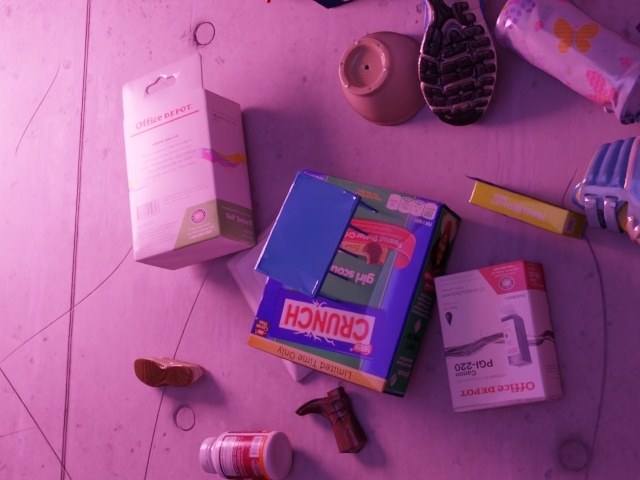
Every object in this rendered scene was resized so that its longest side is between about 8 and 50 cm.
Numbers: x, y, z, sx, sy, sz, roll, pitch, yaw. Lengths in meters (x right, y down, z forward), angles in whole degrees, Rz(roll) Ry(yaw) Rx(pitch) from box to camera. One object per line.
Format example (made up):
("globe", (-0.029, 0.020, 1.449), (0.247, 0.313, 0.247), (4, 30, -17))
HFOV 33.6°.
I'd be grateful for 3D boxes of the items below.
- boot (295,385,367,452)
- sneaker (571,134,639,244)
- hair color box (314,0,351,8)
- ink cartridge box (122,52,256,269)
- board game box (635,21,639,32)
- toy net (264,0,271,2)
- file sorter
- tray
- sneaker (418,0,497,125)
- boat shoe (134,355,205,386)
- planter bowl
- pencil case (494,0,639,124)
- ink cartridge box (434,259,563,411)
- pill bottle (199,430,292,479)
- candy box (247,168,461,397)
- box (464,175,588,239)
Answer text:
("boot", (0.018, 0.322, 1.818), (0.106, 0.037, 0.114), (-30, 76, 26))
("sneaker", (0.478, -0.010, 1.544), (0.208, 0.127, 0.319), (-9, 70, 26))
("hair color box", (0.042, -0.606, 1.862), (0.173, 0.105, 0.347), (-12, 78, 28))
("ink cartridge box", (-0.247, -0.143, 1.957), (0.207, 0.119, 0.354), (-16, 73, 29))
("board game box", (0.616, -0.249, 1.482), (0.347, 0.056, 0.208), (58, 145, 22))
("toy net", (-0.086, -0.474, 1.885), (0.232, 0.045, 0.122), (-129, 46, -53))
("file sorter", (0.000, 0.000, 1.667), (0.118, 0.104, 0.170), (24, 89, 30))
("tray", (-0.065, 0.103, 1.889), (0.145, 0.030, 0.270), (-40, 67, 19))
("sneaker", (0.226, -0.353, 1.727), (0.129, 0.147, 0.330), (-2, 102, 17))
("boat shoe", (-0.287, 0.245, 1.996), (0.153, 0.048, 0.056), (-2, 96, 36))
("planter bowl", (0.097, -0.283, 1.794), (0.162, 0.109, 0.162), (-3, 84, 29))
("pencil case", (0.397, -0.286, 1.621), (0.273, 0.124, 0.113), (40, 89, 26))
("ink cartridge box", (0.277, 0.152, 1.656), (0.158, 0.092, 0.218), (-13, 80, 28))
("pill bottle", (-0.133, 0.379, 1.865), (0.152, 0.086, 0.086), (-6, 82, 29))
("candy box", (0.054, 0.069, 1.752), (0.268, 0.122, 0.317), (15, 86, 28))
("box", (0.316, -0.051, 1.645), (0.178, 0.109, 0.042), (22, 97, 30))
